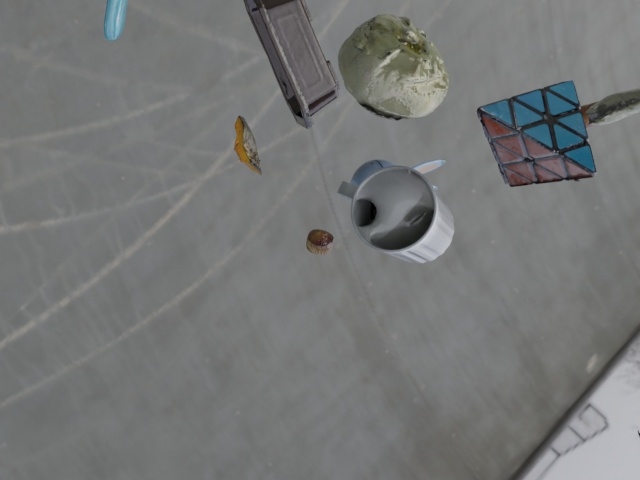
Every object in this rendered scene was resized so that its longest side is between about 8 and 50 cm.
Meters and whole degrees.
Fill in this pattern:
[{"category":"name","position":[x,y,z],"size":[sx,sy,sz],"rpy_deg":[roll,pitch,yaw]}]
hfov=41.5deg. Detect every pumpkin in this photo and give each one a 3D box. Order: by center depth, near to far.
[{"category":"pumpkin","position":[-0.138,-0.170,1.538],"size":[0.035,0.101,0.073],"rpy_deg":[-16,170,13]}]

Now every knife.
[{"category":"knife","position":[-0.319,-0.424,1.325],"size":[0.064,0.031,0.222],"rpy_deg":[-53,158,-65]}]

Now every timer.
[{"category":"timer","position":[0.207,-0.136,2.286],"size":[0.175,0.255,0.175],"rpy_deg":[-174,-90,-86]}]

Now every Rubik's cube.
[{"category":"Rubik's cube","position":[0.374,-0.192,1.438],"size":[0.178,0.211,0.190],"rpy_deg":[-55,175,-19]}]

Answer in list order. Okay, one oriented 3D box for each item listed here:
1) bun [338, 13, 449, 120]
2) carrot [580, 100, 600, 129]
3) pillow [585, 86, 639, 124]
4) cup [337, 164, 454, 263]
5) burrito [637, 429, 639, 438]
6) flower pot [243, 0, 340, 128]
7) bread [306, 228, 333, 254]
[{"category":"bun","position":[0.155,-0.354,1.685],"size":[0.239,0.239,0.141],"rpy_deg":[-34,168,-44]},{"category":"carrot","position":[0.658,-0.293,1.895],"size":[0.061,0.061,0.210],"rpy_deg":[-39,-165,-33]},{"category":"pillow","position":[0.598,-0.262,1.552],"size":[0.148,0.050,0.230],"rpy_deg":[-9,-171,43]},{"category":"cup","position":[0.157,-0.062,1.667],"size":[0.167,0.221,0.202],"rpy_deg":[-37,158,11]},{"category":"burrito","position":[0.634,0.394,1.560],"size":[0.044,0.074,0.118],"rpy_deg":[-43,123,-11]},{"category":"flower pot","position":[-0.044,-0.323,1.433],"size":[0.084,0.251,0.179],"rpy_deg":[-24,-164,-4]},{"category":"bread","position":[0.000,0.000,2.521],"size":[0.085,0.085,0.053],"rpy_deg":[-35,153,-43]}]
